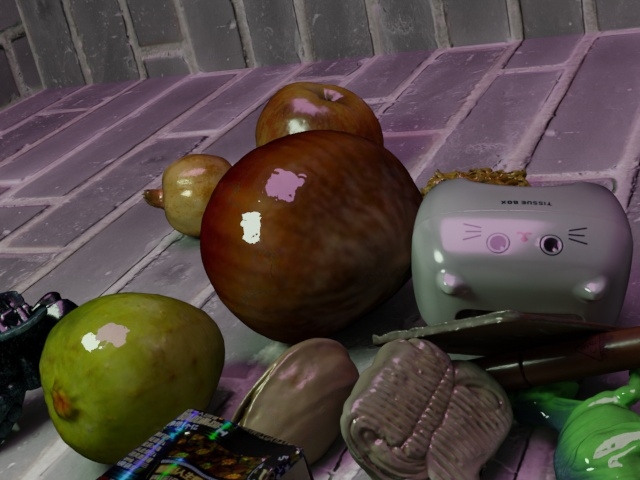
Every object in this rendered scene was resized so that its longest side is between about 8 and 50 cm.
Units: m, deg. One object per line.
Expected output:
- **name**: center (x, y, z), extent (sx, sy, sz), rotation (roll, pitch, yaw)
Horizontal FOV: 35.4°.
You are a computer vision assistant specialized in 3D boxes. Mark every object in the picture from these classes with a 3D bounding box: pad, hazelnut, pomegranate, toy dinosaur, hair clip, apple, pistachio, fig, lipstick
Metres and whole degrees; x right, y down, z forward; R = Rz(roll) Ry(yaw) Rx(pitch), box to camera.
- **pad**: center (0.259, 0.138, 1.408), extent (0.286, 0.018, 0.284), rotation (11, -18, -37)
- **hazelnut**: center (0.000, 0.000, 1.732), extent (0.409, 0.359, 0.359), rotation (-26, 27, -29)
- **pomegranate**: center (-0.272, -0.101, 2.291), extent (0.207, 0.207, 0.207), rotation (-11, 23, 5)
- **toy dinosaur**: center (0.290, 0.285, 1.180), extent (0.374, 0.144, 0.500), rotation (3, 23, 43)
- **hair clip**: center (-0.495, 0.199, 1.680), extent (0.310, 0.206, 0.194), rotation (-28, 23, -29)
- **apple**: center (-0.005, -0.261, 2.434), extent (0.309, 0.250, 0.277), rotation (-13, 22, -8)
- **pistachio**: center (-0.038, 0.243, 1.445), extent (0.238, 0.153, 0.137), rotation (-51, 26, -16)
- **fig**: center (-0.270, 0.199, 1.535), extent (0.258, 0.258, 0.326), rotation (2, 8, 30)
- **lipstick**: center (0.327, 0.162, 1.347), extent (0.356, 0.057, 0.057), rotation (-17, 17, 34)

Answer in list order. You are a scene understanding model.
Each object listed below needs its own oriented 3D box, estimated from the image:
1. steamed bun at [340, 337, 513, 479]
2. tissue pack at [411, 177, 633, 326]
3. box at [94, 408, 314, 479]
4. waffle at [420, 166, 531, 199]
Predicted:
- **steamed bun**: center (0.126, 0.249, 1.327), extent (0.218, 0.211, 0.144), rotation (-55, 1, -35)
- **tissue pack**: center (0.308, 0.044, 1.554), extent (0.332, 0.229, 0.236), rotation (2, 41, 9)
- **box**: center (-0.177, 0.312, 1.063), extent (0.198, 0.084, 0.310), rotation (8, 31, 43)
- **waffle**: center (0.325, -0.095, 2.137), extent (0.245, 0.052, 0.254), rotation (-3, 26, 17)
